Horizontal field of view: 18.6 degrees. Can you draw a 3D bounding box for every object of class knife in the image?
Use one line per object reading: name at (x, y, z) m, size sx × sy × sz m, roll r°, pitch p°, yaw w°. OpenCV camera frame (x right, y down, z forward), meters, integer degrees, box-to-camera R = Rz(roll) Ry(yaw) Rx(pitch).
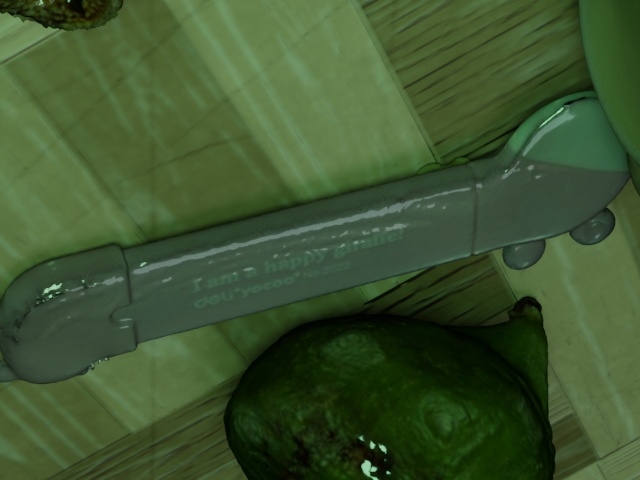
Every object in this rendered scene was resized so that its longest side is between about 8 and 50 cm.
knife at (0.000, 0.000, 1.121) m, size 0.398 × 0.038 × 0.132 m, roll -16°, pitch 135°, yaw -12°

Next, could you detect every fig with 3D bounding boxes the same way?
fig at (0.076, 0.106, 1.196) m, size 0.235 × 0.203 × 0.203 m, roll -37°, pitch 148°, yaw -22°

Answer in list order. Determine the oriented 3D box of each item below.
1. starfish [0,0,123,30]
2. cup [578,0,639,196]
starfish at (-0.141, -0.128, 0.850) m, size 0.189 × 0.074 × 0.146 m, roll -27°, pitch 145°, yaw 0°
cup at (0.244, -0.114, 1.056) m, size 0.202 × 0.173 × 0.255 m, roll -17°, pitch 176°, yaw -13°
